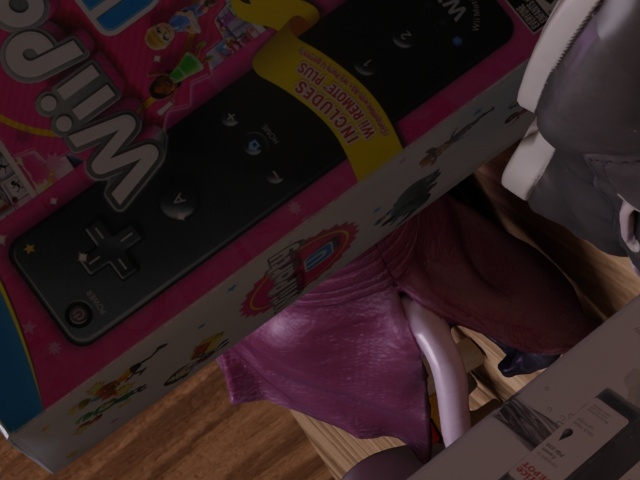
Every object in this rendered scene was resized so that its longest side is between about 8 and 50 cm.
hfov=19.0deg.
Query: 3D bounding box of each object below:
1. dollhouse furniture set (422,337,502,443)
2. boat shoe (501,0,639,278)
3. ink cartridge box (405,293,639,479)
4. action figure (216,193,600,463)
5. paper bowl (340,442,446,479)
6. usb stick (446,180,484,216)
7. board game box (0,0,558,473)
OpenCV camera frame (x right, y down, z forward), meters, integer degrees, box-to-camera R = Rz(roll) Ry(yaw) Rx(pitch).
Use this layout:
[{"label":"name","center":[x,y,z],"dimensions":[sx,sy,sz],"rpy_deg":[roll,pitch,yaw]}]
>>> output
[{"label":"dollhouse furniture set","center":[-0.011,0.026,1.522],"dimensions":[0.201,0.152,0.374],"rpy_deg":[46,168,47]},{"label":"boat shoe","center":[0.127,-0.049,0.631],"dimensions":[0.095,0.112,0.335],"rpy_deg":[35,175,7]},{"label":"ink cartridge box","center":[0.129,0.126,0.890],"dimensions":[0.092,0.218,0.158],"rpy_deg":[49,171,30]},{"label":"action figure","center":[0.000,0.000,1.022],"dimensions":[0.276,0.248,0.370],"rpy_deg":[48,173,32]},{"label":"paper bowl","center":[0.095,0.220,1.128],"dimensions":[0.284,0.284,0.148],"rpy_deg":[41,122,59]},{"label":"usb stick","center":[0.047,-0.065,1.203],"dimensions":[0.278,0.045,0.077],"rpy_deg":[57,179,-22]},{"label":"board game box","center":[-0.059,-0.084,0.800],"dimensions":[0.224,0.303,0.097],"rpy_deg":[52,173,13]}]
